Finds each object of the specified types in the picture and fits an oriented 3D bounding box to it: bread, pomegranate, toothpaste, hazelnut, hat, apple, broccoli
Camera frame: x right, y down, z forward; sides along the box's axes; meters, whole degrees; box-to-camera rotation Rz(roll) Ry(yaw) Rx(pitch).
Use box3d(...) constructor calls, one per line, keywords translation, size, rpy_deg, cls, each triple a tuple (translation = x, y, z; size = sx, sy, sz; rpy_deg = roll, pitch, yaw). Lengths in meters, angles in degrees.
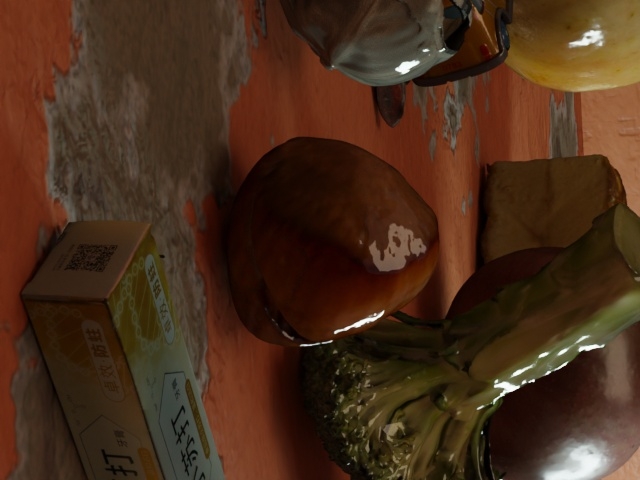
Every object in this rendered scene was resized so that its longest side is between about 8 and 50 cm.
box3d(translation=(0.352, 0.053, 2.608), size=(0.279, 0.207, 0.279), rpy_deg=(63, 29, -58), cls="bread")
box3d(translation=(0.342, -0.407, 2.325), size=(0.411, 0.412, 0.411), rpy_deg=(-2, 90, -74), cls="pomegranate")
box3d(translation=(-0.118, 0.136, 1.197), size=(0.089, 0.071, 0.312), rpy_deg=(-66, 151, -49), cls="toothpaste")
box3d(translation=(0.000, 0.000, 1.470), size=(0.182, 0.182, 0.182), rpy_deg=(-2, 90, -74), cls="hazelnut")
box3d(translation=(0.029, -0.270, 1.642), size=(0.232, 0.161, 0.275), rpy_deg=(77, -8, -70), cls="hat")
box3d(translation=(0.275, 0.160, 2.199), size=(0.235, 0.306, 0.305), rpy_deg=(7, 81, -57), cls="apple")
box3d(translation=(0.133, 0.091, 1.622), size=(0.361, 0.252, 0.221), rpy_deg=(-56, -170, 29), cls="broccoli")

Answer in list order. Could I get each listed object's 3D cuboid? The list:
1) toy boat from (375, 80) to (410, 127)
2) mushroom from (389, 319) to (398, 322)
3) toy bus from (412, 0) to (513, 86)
box3d(translation=(0.082, -0.187, 2.025), size=(0.122, 0.034, 0.096), rpy_deg=(-75, 162, -69), cls="toy boat")
box3d(translation=(0.082, 0.126, 1.875), size=(0.085, 0.079, 0.085), rpy_deg=(-3, 90, -71), cls="mushroom")
box3d(translation=(0.149, -0.294, 2.095), size=(0.136, 0.126, 0.209), rpy_deg=(57, 29, -38), cls="toy bus")
